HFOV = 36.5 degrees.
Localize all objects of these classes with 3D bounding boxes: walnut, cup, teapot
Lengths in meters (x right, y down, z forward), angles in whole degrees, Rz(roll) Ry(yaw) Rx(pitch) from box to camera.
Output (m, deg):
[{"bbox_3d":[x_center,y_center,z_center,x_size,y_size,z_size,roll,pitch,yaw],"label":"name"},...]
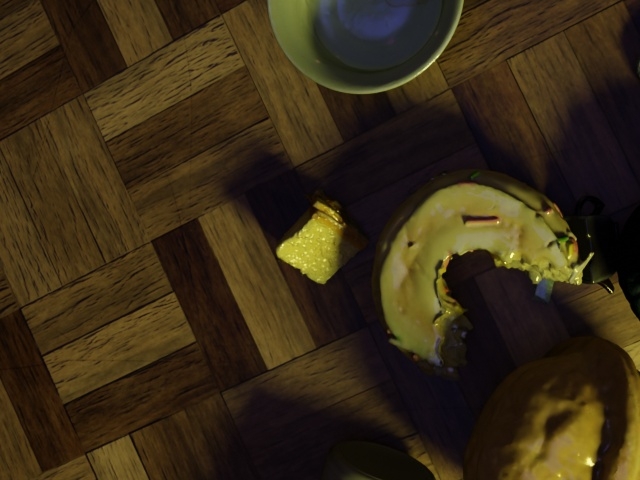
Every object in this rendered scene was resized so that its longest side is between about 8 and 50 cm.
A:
[{"bbox_3d":[0.423,0.369,1.617,0.384,0.383,0.383,1,94,15],"label":"walnut"},{"bbox_3d":[0.093,-0.428,1.724,0.347,0.163,0.347,1,93,15],"label":"cup"},{"bbox_3d":[0.483,0.008,1.693,0.096,0.087,0.177,-9,93,-19],"label":"teapot"}]

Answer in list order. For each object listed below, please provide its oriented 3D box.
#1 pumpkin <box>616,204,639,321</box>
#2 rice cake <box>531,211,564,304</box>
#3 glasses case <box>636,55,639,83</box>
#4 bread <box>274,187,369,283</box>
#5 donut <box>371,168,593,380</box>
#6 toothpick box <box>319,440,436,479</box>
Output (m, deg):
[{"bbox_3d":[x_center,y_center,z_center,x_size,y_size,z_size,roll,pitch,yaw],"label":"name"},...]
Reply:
[{"bbox_3d":[0.650,0.047,1.578,0.315,0.238,0.315,-6,77,26],"label":"pumpkin"},{"bbox_3d":[0.409,0.031,1.740,0.033,0.029,0.170,9,97,8],"label":"rice cake"},{"bbox_3d":[0.663,-0.241,1.636,0.282,0.067,0.109,39,105,8],"label":"glasses case"},{"bbox_3d":[0.000,0.000,1.813,0.152,0.127,0.147,41,103,-9],"label":"bread"},{"bbox_3d":[0.255,0.041,1.706,0.371,0.150,0.307,-43,76,17],"label":"donut"},{"bbox_3d":[0.063,0.546,1.763,0.229,0.229,0.316,19,99,13],"label":"toothpick box"}]
